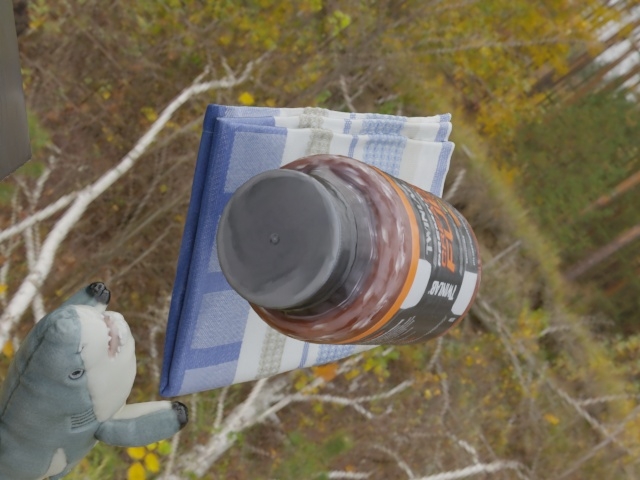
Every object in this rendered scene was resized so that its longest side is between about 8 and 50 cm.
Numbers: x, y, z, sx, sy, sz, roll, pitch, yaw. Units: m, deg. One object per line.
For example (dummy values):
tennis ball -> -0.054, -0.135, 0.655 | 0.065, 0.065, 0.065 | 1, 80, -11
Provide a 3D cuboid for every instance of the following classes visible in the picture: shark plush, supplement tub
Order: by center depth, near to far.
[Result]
shark plush -> -0.133, 0.073, 0.381 | 0.067, 0.161, 0.073 | -2, 64, -65
supplement tub -> 0.020, 0.009, 0.545 | 0.106, 0.106, 0.198 | 59, 18, 18

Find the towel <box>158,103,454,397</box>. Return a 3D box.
towel -> 0.000, 0.000, 0.713 | 0.034, 0.209, 0.285 | 22, 18, 36

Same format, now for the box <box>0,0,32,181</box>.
box -> -0.459, -0.149, 0.587 | 0.480, 0.471, 0.297 | -141, -137, -75
